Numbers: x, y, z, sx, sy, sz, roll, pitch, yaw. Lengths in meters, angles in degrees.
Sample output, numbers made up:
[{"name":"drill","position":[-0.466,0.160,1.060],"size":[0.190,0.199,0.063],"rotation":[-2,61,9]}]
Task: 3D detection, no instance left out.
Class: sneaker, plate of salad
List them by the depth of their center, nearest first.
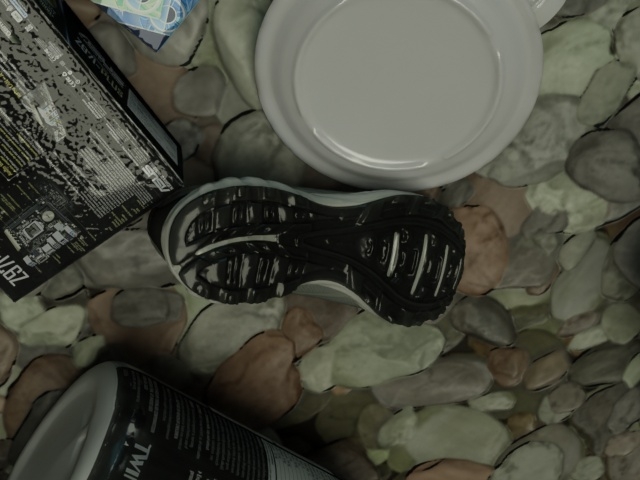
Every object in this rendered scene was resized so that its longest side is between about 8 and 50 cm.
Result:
[{"name":"plate of salad","position":[0.053,-0.120,0.576],"size":[0.200,0.048,0.200],"rotation":[2,129,3]},{"name":"sneaker","position":[0.000,0.000,0.616],"size":[0.271,0.108,0.100],"rotation":[10,96,-32]}]

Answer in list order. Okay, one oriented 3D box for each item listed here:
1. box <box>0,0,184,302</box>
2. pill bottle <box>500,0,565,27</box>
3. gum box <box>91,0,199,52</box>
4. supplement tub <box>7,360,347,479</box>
[{"name":"box","position":[-0.201,-0.075,0.540],"size":[0.147,0.077,0.180],"rotation":[-34,117,6]},{"name":"pill bottle","position":[0.111,-0.195,0.549],"size":[0.120,0.067,0.067],"rotation":[36,104,-24]},{"name":"gum box","position":[-0.107,-0.238,0.500],"size":[0.157,0.041,0.184],"rotation":[36,104,-25]},{"name":"supplement tub","position":[-0.084,0.247,0.658],"size":[0.316,0.193,0.193],"rotation":[35,105,-23]}]
